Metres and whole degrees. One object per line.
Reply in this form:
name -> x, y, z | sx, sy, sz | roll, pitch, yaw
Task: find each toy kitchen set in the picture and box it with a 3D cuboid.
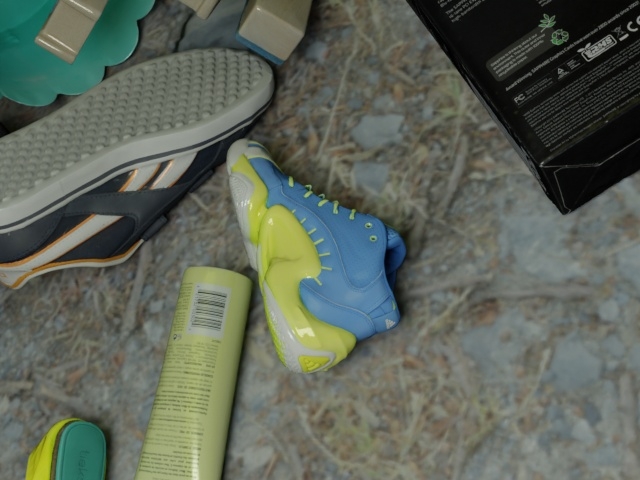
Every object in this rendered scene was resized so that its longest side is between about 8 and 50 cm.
toy kitchen set -> -0.137, -0.219, 1.057 | 0.166, 0.207, 0.122 | -50, 18, 35

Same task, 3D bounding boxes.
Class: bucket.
bucket -> -0.320, -0.294, 1.120 | 0.281, 0.281, 0.183 | -49, 46, -5

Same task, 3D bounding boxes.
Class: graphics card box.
graphics card box -> 0.201, -0.227, 0.935 | 0.233, 0.094, 0.371 | -33, 53, 6

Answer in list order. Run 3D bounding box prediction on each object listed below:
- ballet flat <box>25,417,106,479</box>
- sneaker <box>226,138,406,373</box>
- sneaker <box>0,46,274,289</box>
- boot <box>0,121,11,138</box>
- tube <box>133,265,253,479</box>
ballet flat -> -0.221, 0.259, 0.900 | 0.077, 0.077, 0.231 | -26, 50, 37
sneaker -> 0.000, 0.000, 0.930 | 0.126, 0.091, 0.240 | -16, 56, -4
sneaker -> -0.184, -0.070, 1.030 | 0.321, 0.127, 0.126 | -28, 50, -21
boot -> -0.513, 0.038, 1.105 | 0.367, 0.146, 0.445 | 23, 75, 37
tube -> -0.108, 0.142, 0.913 | 0.070, 0.062, 0.240 | 146, 136, -64
